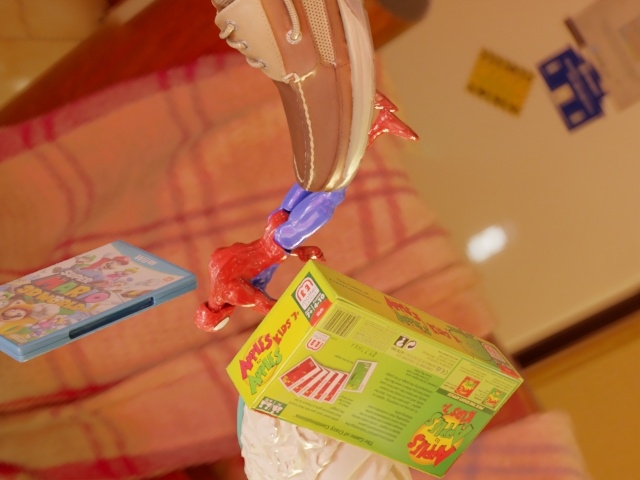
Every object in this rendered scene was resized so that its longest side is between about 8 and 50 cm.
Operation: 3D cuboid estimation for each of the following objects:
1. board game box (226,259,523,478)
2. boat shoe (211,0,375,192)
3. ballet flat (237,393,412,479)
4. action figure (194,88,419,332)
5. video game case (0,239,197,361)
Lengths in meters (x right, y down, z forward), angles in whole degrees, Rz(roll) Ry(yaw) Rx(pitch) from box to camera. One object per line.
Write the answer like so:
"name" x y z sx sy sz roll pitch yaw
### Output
"board game box" 0.038 0.087 0.954 0.181 0.092 0.043 26 19 -39
"boat shoe" -0.029 -0.187 1.118 0.123 0.116 0.324 -121 -157 -62
"ballet flat" 0.023 0.213 1.276 0.409 0.147 0.147 85 0 -57
"action figure" 0.000 0.000 1.395 0.139 0.280 0.091 37 14 -33
"video game case" -0.200 0.045 1.191 0.166 0.119 0.015 -23 118 -34
